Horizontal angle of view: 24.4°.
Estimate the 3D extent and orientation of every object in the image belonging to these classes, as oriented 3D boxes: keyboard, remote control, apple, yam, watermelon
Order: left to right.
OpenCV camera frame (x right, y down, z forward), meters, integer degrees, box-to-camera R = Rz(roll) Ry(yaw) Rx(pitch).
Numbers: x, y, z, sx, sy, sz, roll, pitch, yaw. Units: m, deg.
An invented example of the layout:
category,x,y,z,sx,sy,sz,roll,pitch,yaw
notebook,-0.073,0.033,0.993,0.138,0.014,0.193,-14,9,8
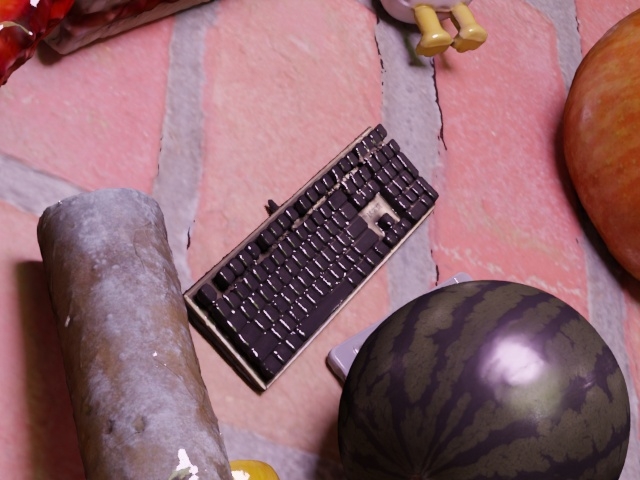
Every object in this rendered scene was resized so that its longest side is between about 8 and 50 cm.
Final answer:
category,x,y,z,sx,sy,sz,roll,pitch,yaw
yam,-0.118,0.077,0.929,0.093,0.093,0.259,15,39,-34
keyboard,0.000,0.000,1.187,0.106,0.027,0.317,48,40,-2
remote control,0.073,0.078,1.195,0.184,0.027,0.050,-27,77,-45
watermelon,0.116,0.128,1.051,0.212,0.212,0.212,24,46,-27
apple,0.390,-0.094,1.446,0.309,0.250,0.277,49,39,-5

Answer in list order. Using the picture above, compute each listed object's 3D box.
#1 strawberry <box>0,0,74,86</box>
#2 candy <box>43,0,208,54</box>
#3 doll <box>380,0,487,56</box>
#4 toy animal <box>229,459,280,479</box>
category,x,y,z,sx,sy,sz,roll,pitch,yaw
strawberry,-0.278,-0.150,0.967,0.253,0.150,0.280,-11,69,-28
candy,-0.138,-0.283,1.204,0.179,0.135,0.321,52,38,4
doll,0.082,-0.313,1.453,0.138,0.119,0.293,-9,70,-28
toy animal,-0.049,0.221,0.934,0.070,0.083,0.159,-11,75,1
